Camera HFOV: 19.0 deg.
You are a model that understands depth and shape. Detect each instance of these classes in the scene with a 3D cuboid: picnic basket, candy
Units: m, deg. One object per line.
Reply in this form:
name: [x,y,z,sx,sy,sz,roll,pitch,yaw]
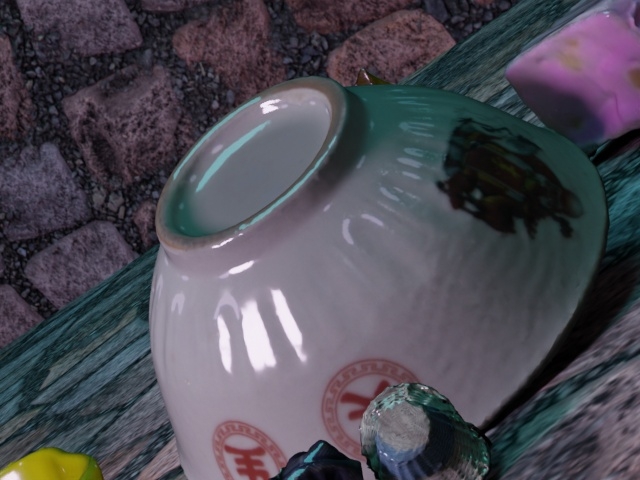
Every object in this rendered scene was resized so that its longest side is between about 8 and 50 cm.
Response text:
picnic basket: [0.055,0.116,1.034,0.065,0.083,0.083,-43,-31,0]
candy: [0.293,-0.183,1.627,0.265,0.116,0.155,-40,5,-39]

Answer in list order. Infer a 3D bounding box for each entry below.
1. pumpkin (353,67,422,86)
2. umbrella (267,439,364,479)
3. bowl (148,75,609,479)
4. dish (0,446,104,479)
pumpkin: [0.108,-0.032,1.581,0.254,0.130,0.149,27,-92,-60]
umbrella: [-0.043,0.198,0.967,0.071,0.080,0.224,14,44,34]
bowl: [0.000,0.000,1.211,0.337,0.157,0.337,-29,32,20]
dish: [-0.223,0.246,1.303,0.221,0.108,0.262,-35,9,-10]
